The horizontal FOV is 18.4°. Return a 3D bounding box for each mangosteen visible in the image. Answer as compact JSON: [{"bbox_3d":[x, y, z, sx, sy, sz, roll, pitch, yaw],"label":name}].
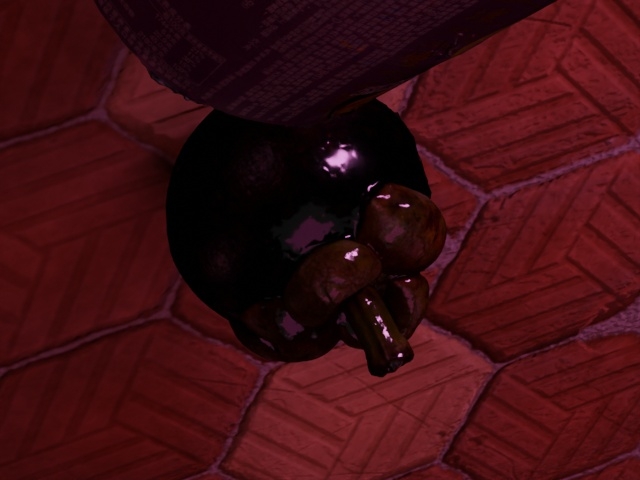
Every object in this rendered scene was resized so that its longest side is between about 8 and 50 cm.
[{"bbox_3d":[0.000,0.000,1.469,0.211,0.250,0.211,-21,146,-15],"label":"mangosteen"}]

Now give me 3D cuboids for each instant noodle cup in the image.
[{"bbox_3d":[0.021,-0.229,1.146,0.340,0.339,0.266,2,156,-31],"label":"instant noodle cup"}]
